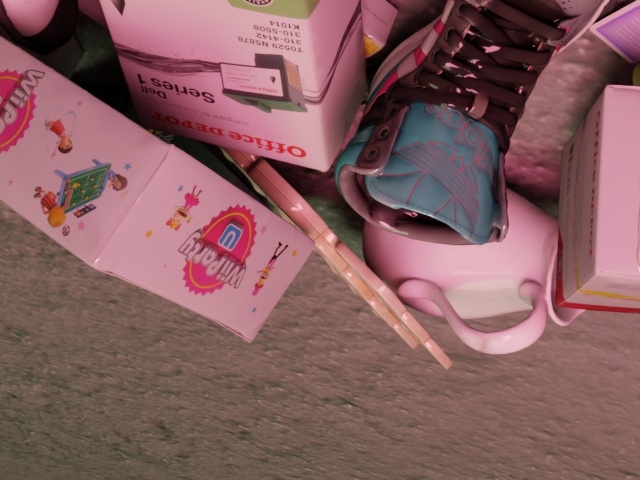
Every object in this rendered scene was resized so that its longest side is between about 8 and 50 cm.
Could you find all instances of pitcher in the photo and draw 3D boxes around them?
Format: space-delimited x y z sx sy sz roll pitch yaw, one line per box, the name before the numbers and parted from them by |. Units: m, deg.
pitcher | 0.124 0.022 1.062 0.207 0.178 0.125 12 127 40

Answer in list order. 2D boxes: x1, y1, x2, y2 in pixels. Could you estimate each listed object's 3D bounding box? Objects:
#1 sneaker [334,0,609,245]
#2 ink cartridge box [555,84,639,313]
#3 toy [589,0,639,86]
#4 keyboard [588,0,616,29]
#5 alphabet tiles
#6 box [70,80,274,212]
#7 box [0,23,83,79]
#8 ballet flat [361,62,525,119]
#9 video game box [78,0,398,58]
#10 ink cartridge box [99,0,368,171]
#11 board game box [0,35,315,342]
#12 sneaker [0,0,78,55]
sneaker | 0.096 -0.092 0.825 0.124 0.178 0.295 22 145 -11
ink cartridge box | 0.240 -0.021 0.893 0.127 0.128 0.176 4 171 3
toy | 0.299 -0.128 0.818 0.137 0.056 0.237 34 150 -24
keyboard | 0.111 -0.248 0.771 0.202 0.033 0.317 19 151 7
alphabet tiles | 0.000 0.000 1.111 0.278 0.021 0.284 46 179 37
box | -0.155 -0.057 1.221 0.183 0.059 0.233 10 152 50
box | -0.302 -0.190 1.100 0.130 0.091 0.170 11 150 20
ballet flat | 0.074 -0.114 0.995 0.173 0.057 0.049 2 110 29
video game box | -0.072 -0.183 0.997 0.187 0.048 0.205 38 148 -21
ink cartridge box | -0.059 -0.158 0.886 0.160 0.092 0.219 15 150 15
board game box | -0.181 -0.059 0.943 0.303 0.097 0.224 33 179 29
sneaker | -0.187 -0.247 0.877 0.146 0.122 0.330 -21 157 -6
